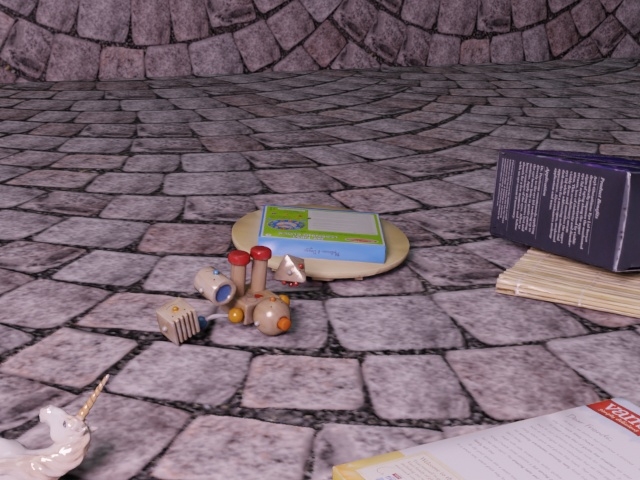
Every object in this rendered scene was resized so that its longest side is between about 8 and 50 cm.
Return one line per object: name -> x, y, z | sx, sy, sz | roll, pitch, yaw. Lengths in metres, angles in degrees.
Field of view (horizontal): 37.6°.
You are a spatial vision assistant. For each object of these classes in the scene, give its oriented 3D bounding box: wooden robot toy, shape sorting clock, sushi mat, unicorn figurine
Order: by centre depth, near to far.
unicorn figurine -> -0.224, 0.148, 0.614 | 0.111, 0.060, 0.162 | 10, 36, 25
wooden robot toy -> -0.061, 0.056, 0.878 | 0.173, 0.076, 0.079 | -15, 35, -39
sushi mat -> 0.358, 0.053, 0.987 | 0.316, 0.019, 0.151 | 10, 19, 25
shape sorting clock -> 0.000, 0.000, 1.091 | 0.206, 0.040, 0.206 | 5, 18, -2

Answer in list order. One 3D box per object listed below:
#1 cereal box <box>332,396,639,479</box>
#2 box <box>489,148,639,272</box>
cereal box -> 0.149, 0.170, 0.567 | 0.240, 0.047, 0.173 | -7, 20, -24
box -> 0.320, -0.039, 1.077 | 0.153, 0.108, 0.207 | -2, 12, -32
